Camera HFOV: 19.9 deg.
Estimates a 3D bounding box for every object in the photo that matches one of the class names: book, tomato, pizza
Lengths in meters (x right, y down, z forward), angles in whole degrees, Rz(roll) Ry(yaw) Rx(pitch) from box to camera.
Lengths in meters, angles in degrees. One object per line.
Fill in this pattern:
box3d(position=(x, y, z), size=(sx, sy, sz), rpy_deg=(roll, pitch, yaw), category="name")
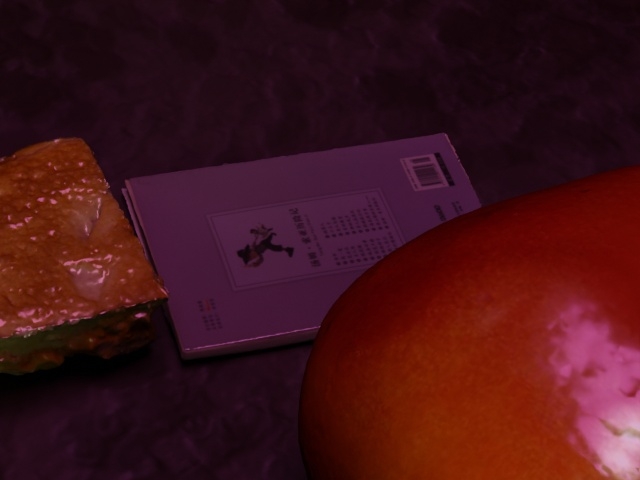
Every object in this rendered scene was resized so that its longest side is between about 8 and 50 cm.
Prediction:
box3d(position=(0.000, 0.000, 0.940), size=(0.181, 0.014, 0.127), rpy_deg=(-9, 47, -15), category="book")
box3d(position=(0.124, 0.077, 0.763), size=(0.260, 0.180, 0.260), rpy_deg=(4, 47, -4), category="tomato")
box3d(position=(-0.138, 0.023, 0.882), size=(0.134, 0.046, 0.175), rpy_deg=(26, 49, 20), category="pizza")
